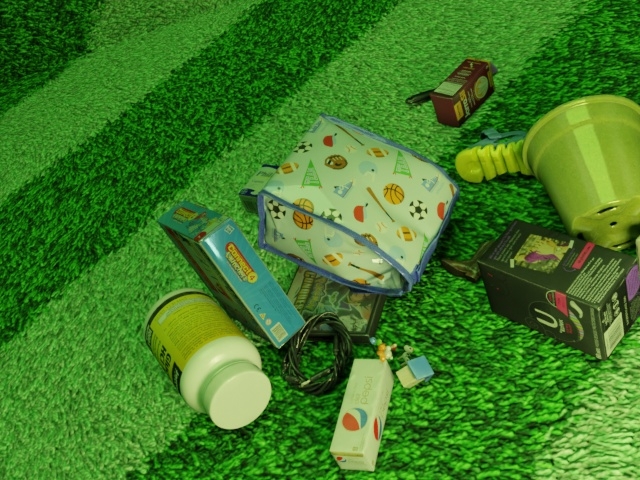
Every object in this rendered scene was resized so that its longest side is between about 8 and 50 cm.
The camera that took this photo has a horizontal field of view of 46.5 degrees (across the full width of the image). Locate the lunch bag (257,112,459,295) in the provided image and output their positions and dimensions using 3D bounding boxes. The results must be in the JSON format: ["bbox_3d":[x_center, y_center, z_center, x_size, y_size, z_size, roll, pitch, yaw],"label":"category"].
[{"bbox_3d":[0.094,-0.068,1.719,0.385,0.239,0.328,21,54,14],"label":"lunch bag"}]

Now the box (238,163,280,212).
[{"bbox_3d":[-0.141,-0.144,2.119,0.126,0.072,0.137,11,51,35],"label":"box"}]

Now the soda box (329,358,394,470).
[{"bbox_3d":[0.085,0.340,1.467,0.073,0.069,0.216,-4,44,24],"label":"soda box"}]

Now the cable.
[{"bbox_3d":[-0.003,0.238,1.614,0.150,0.047,0.185,13,66,36],"label":"cable"}]

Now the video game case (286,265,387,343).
[{"bbox_3d":[0.039,0.121,1.760,0.248,0.035,0.275,-1,45,26],"label":"video game case"}]

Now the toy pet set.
[{"bbox_3d":[0.172,0.235,1.502,0.065,0.122,0.114,-36,63,16],"label":"toy pet set"}]

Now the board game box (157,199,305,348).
[{"bbox_3d":[-0.207,0.068,1.679,0.086,0.308,0.302,-41,26,-16],"label":"board game box"}]

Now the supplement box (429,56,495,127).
[{"bbox_3d":[0.406,-0.422,2.115,0.080,0.104,0.188,23,59,42],"label":"supplement box"}]

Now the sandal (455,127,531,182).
[{"bbox_3d":[0.498,-0.229,1.845,0.317,0.126,0.138,3,43,28],"label":"sandal"}]

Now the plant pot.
[{"bbox_3d":[0.595,-0.123,1.593,0.275,0.276,0.254,-14,52,13],"label":"plant pot"}]

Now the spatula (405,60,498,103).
[{"bbox_3d":[0.391,-0.472,2.236,0.296,0.030,0.084,-26,41,-1],"label":"spatula"}]

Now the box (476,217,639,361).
[{"bbox_3d":[0.468,0.091,1.466,0.143,0.165,0.270,-44,42,-22],"label":"box"}]

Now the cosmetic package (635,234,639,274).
[{"bbox_3d":[0.787,-0.035,1.482,0.309,0.113,0.160,-40,42,-18],"label":"cosmetic package"}]

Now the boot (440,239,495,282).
[{"bbox_3d":[0.345,0.035,1.693,0.106,0.037,0.114,29,66,30],"label":"boot"}]

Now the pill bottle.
[{"bbox_3d":[-0.248,0.258,1.638,0.188,0.188,0.334,-37,40,-14],"label":"pill bottle"}]
